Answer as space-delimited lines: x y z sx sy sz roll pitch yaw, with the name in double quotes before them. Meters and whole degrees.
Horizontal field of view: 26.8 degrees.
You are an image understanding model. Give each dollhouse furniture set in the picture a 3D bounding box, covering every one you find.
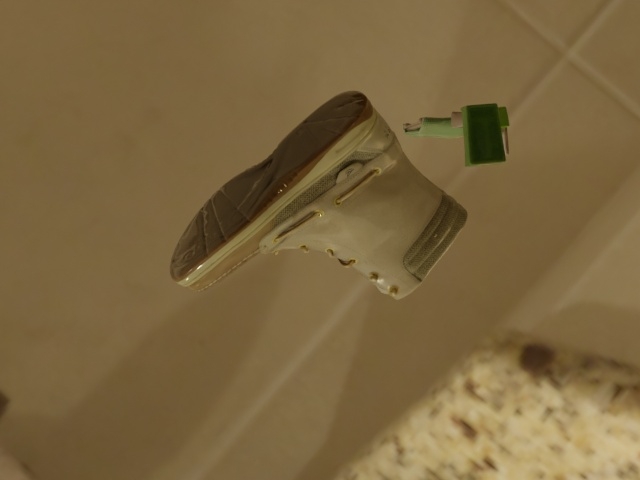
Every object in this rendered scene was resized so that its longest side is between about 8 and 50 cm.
"dollhouse furniture set" 0.142 -0.099 1.349 0.152 0.076 0.058 173 92 -75

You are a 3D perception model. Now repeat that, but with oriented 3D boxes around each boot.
"boot" 0.000 0.000 1.094 0.165 0.213 0.077 44 -169 -33
